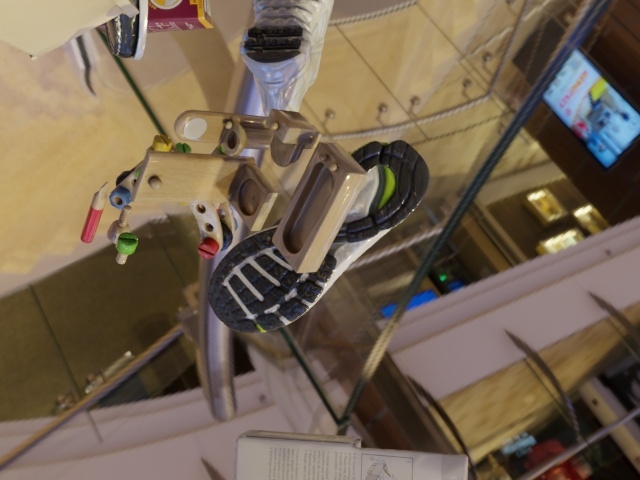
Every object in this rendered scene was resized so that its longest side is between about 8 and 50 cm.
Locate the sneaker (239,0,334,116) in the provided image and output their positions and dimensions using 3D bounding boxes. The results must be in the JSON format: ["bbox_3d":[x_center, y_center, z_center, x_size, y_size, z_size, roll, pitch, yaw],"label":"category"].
[{"bbox_3d":[-0.040,-0.281,1.108,0.110,0.292,0.118,4,136,13],"label":"sneaker"}]

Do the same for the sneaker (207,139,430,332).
[{"bbox_3d":[0.000,0.000,0.925,0.300,0.111,0.121,-36,179,10],"label":"sneaker"}]

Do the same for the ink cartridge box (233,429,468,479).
[{"bbox_3d":[0.029,0.371,0.890,0.261,0.296,0.066,2,174,11],"label":"ink cartridge box"}]

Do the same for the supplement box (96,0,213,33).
[{"bbox_3d":[-0.282,-0.408,1.346,0.188,0.104,0.081,-3,-177,3],"label":"supplement box"}]

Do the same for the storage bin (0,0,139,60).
[{"bbox_3d":[-0.297,-0.309,0.692,0.123,0.260,0.262,-29,-174,1],"label":"storage bin"}]

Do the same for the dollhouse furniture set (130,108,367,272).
[{"bbox_3d":[-0.071,-0.050,0.738,0.123,0.151,0.144,-1,130,-41],"label":"dollhouse furniture set"}]

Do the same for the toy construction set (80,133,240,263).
[{"bbox_3d":[-0.269,-0.109,1.452,0.308,0.257,0.237,-25,154,-45],"label":"toy construction set"}]

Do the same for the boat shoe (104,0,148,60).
[{"bbox_3d":[-0.273,-0.372,0.983,0.091,0.303,0.114,-10,-171,-26],"label":"boat shoe"}]
